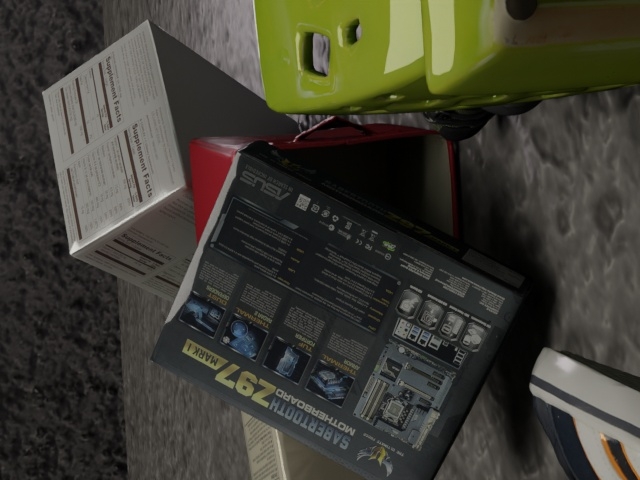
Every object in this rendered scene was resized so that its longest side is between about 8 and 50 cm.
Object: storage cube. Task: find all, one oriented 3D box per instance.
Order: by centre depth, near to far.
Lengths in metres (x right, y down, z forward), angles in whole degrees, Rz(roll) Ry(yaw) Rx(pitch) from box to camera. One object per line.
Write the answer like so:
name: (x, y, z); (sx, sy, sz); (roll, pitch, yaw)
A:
storage cube: (0.000, 0.000, 1.191); (0.193, 0.183, 0.215); (-158, 63, -73)

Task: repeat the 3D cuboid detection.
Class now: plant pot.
plant pot: (0.103, -0.179, 0.732); (0.207, 0.228, 0.227); (-165, 69, -64)

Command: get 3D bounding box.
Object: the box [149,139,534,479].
box: (0.013, 0.059, 1.029); (0.183, 0.232, 0.059); (-66, -10, 18)

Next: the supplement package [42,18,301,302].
supplement package: (-0.128, -0.059, 1.421); (0.262, 0.145, 0.204); (31, -144, -51)

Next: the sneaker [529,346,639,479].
sneaker: (0.184, 0.145, 0.686); (0.127, 0.126, 0.321); (-70, 21, 4)

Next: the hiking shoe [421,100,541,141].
hiking shoe: (0.112, -0.119, 0.987); (0.227, 0.086, 0.114); (-116, 12, -62)

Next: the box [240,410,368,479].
box: (-0.001, 0.199, 1.366); (0.148, 0.121, 0.311); (132, 130, -68)
